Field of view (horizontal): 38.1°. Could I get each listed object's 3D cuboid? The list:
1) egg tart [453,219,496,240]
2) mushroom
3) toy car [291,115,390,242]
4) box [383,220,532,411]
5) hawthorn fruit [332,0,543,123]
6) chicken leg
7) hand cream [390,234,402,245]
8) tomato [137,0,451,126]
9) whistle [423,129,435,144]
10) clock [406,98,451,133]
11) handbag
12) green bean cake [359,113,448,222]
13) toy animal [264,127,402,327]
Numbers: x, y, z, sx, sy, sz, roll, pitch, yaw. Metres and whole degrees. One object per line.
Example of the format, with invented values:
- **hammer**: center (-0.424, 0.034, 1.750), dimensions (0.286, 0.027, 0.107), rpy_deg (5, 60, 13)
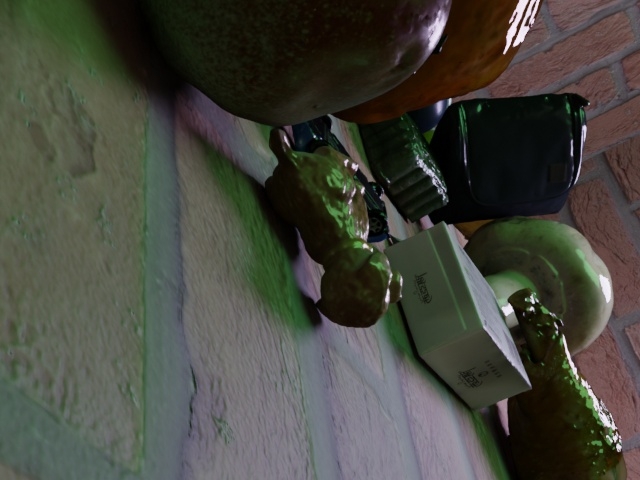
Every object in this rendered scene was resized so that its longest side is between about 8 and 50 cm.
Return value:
- **egg tart**: center (0.332, -0.131, 2.075), dimensions (0.315, 0.120, 0.315), rpy_deg (174, -90, -65)
- **mushroom**: center (0.371, 0.110, 1.752), dimensions (0.336, 0.314, 0.314), rpy_deg (-18, 81, -49)
- **toy car**: center (0.020, -0.083, 1.195), dimensions (0.216, 0.063, 0.103), rpy_deg (50, 19, -24)
- **box**: center (0.213, 0.122, 1.414), dimensions (0.260, 0.111, 0.194), rpy_deg (44, 24, -49)
- **hawthorn fruit**: center (0.090, -0.387, 1.222), dimensions (0.471, 0.472, 0.471), rpy_deg (56, 17, -26)
- **chicken leg**: center (0.379, 0.271, 1.583), dimensions (0.295, 0.182, 0.409), rpy_deg (-106, 176, -79)
- **hand cream**: center (0.177, 0.053, 1.527), dimensions (0.078, 0.050, 0.205), rpy_deg (42, -2, 43)
- **tomato**: center (-0.016, -0.238, 0.874), dimensions (0.303, 0.303, 0.239), rpy_deg (-39, 108, -75)
- **whistle**: center (0.232, -0.198, 2.029), dimensions (0.123, 0.123, 0.223), rpy_deg (56, 2, -28)
- **clock**: center (0.200, -0.298, 1.951), dimensions (0.243, 0.200, 0.146), rpy_deg (-31, 112, -70)
- **handbag**: center (0.365, -0.145, 1.792), dimensions (0.275, 0.302, 0.177), rpy_deg (106, -24, -59)
- **green bean cake**: center (0.155, -0.148, 1.700), dimensions (0.173, 0.094, 0.181), rpy_deg (48, 21, -45)
- **toy animal**: center (0.006, -0.005, 0.952), dimensions (0.184, 0.104, 0.185), rpy_deg (43, 30, -57)
